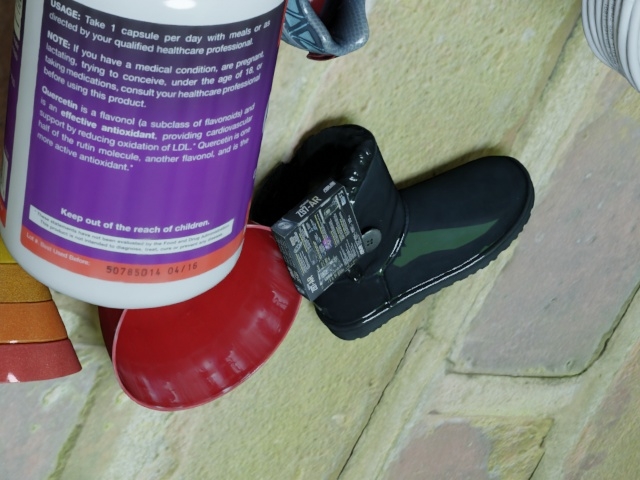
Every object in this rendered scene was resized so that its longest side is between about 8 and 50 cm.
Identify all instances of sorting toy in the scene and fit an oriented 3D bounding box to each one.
[{"bbox_3d":[-0.337,0.042,1.142,0.366,0.127,0.126,0,94,-39],"label":"sorting toy"}]

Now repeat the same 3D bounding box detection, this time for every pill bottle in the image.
[{"bbox_3d":[-0.121,-0.125,1.101,0.181,0.181,0.323,-14,132,-34],"label":"pill bottle"}]

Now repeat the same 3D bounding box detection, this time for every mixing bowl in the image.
[{"bbox_3d":[-0.113,0.039,1.315,0.181,0.098,0.181,-24,136,-25],"label":"mixing bowl"}]

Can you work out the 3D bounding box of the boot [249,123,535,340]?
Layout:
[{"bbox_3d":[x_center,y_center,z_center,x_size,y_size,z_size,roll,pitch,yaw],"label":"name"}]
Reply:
[{"bbox_3d":[0.070,-0.035,1.418,0.246,0.094,0.207,-35,144,-4],"label":"boot"}]

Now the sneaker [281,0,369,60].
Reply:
[{"bbox_3d":[0.017,-0.251,1.160,0.104,0.125,0.261,-19,134,-30],"label":"sneaker"}]

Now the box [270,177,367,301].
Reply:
[{"bbox_3d":[0.000,0.000,1.295,0.067,0.018,0.083,-42,139,-18],"label":"box"}]

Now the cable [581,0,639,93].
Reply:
[{"bbox_3d":[0.311,-0.222,1.227,0.257,0.089,0.257,-21,134,-28],"label":"cable"}]
